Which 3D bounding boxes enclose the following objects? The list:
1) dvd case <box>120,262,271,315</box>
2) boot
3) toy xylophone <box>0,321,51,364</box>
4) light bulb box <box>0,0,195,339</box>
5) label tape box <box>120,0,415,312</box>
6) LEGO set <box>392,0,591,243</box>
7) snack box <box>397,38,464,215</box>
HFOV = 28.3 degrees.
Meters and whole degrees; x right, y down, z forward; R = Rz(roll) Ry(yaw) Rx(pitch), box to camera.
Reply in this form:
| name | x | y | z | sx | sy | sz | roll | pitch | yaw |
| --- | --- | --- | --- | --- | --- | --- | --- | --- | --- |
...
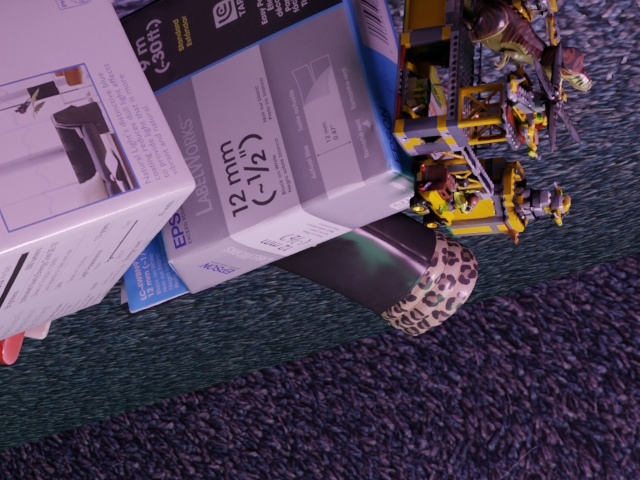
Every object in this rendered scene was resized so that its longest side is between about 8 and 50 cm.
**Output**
| name | x | y | z | sx | sy | sz | roll | pitch | yaw |
| --- | --- | --- | --- | --- | --- | --- | --- | --- | --- |
| dvd case | -0.128 | -0.058 | 1.323 | 0.180 | 0.253 | 0.022 | -21 | 141 | 20 |
| boot | 0.000 | 0.000 | 1.508 | 0.284 | 0.138 | 0.377 | 29 | 164 | -13 |
| toy xylophone | -0.414 | 0.049 | 1.498 | 0.081 | 0.236 | 0.323 | 8 | 171 | 16 |
| light bulb box | -0.355 | -0.027 | 1.118 | 0.361 | 0.225 | 0.358 | -21 | 170 | -29 |
| label tape box | -0.090 | -0.104 | 1.186 | 0.348 | 0.249 | 0.115 | -21 | 162 | 22 |
| LEGO set | 0.188 | -0.166 | 1.093 | 0.192 | 0.331 | 0.255 | -4 | 148 | 23 |
| snack box | 0.088 | -0.128 | 1.386 | 0.070 | 0.174 | 0.207 | -23 | 162 | 22 |
